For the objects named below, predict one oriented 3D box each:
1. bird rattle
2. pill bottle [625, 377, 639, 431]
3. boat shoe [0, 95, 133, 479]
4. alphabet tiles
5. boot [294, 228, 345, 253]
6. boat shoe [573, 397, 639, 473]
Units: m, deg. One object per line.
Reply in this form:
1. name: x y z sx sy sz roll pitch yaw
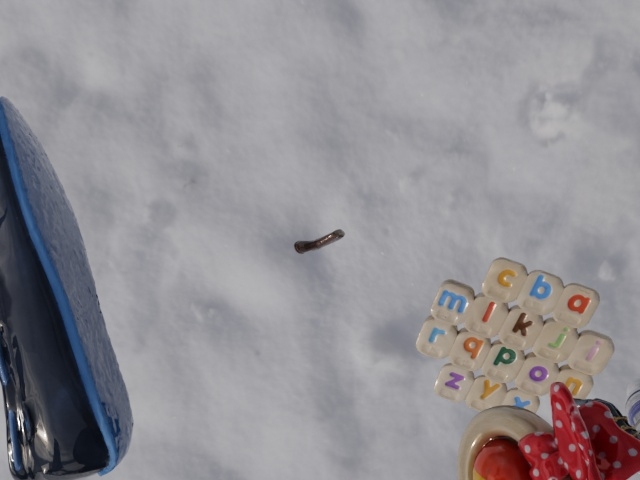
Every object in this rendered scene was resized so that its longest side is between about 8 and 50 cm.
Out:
1. bird rattle: 0.221 0.266 0.714 0.207 0.143 0.254 22 115 57
2. pill bottle: 0.755 0.394 1.493 0.111 0.187 0.112 5 111 13
3. boat shoe: -0.201 0.035 0.426 0.088 0.109 0.259 -17 82 -3
4. alphabet tiles: 0.305 0.166 1.054 0.283 0.021 0.278 20 117 5
5. boot: 0.000 0.000 1.728 0.114 0.106 0.037 -22 83 33
6. boat shoe: 0.401 0.259 0.877 0.183 0.065 0.083 3 80 34
